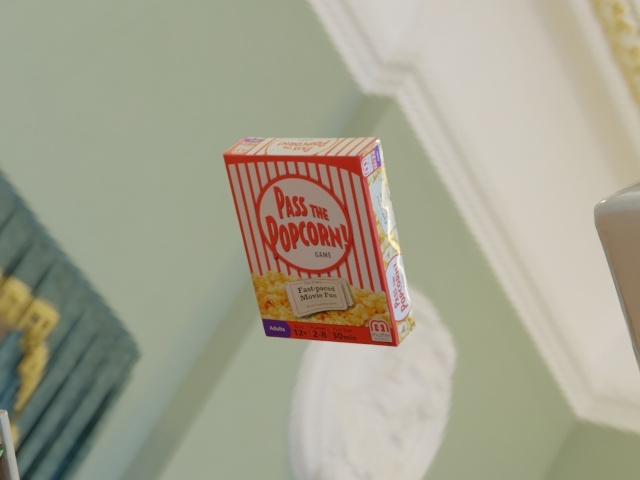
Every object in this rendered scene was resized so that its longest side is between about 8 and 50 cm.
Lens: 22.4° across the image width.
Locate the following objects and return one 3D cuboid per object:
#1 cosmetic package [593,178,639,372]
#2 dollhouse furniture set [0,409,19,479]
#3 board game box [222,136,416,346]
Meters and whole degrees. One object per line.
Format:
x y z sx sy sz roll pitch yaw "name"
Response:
0.287 0.060 0.288 0.453 0.161 0.230 -4 -72 55 "cosmetic package"
-0.280 0.177 0.905 0.161 0.182 0.101 3 -65 18 "dollhouse furniture set"
0.000 0.000 1.496 0.147 0.045 0.193 2 -64 31 "board game box"
